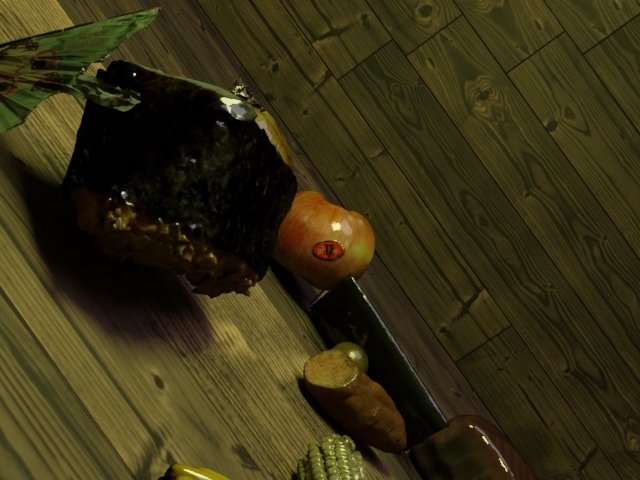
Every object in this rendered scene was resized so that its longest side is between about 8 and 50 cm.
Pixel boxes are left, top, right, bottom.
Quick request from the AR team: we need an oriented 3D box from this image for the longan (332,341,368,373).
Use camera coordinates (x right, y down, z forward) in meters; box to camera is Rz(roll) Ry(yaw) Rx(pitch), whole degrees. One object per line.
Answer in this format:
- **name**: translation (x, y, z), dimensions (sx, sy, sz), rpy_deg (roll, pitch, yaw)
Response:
- **longan**: translation (0.047, 0.218, 1.538), dimensions (0.075, 0.075, 0.083), rpy_deg (55, -32, 4)

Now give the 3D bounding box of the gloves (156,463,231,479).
- **gloves**: translation (-0.033, 0.296, 0.771), dimensions (0.294, 0.116, 0.133), rpy_deg (43, -17, -12)

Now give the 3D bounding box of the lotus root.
- **lotus root**: translation (-0.137, -0.177, 1.790), dimensions (0.314, 0.141, 0.169), rpy_deg (62, 10, -11)

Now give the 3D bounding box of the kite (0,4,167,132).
- **kite**: translation (-0.280, -0.156, 0.847), dimensions (0.268, 0.323, 0.013), rpy_deg (14, -43, 27)

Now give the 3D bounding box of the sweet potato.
- **sweet potato**: translation (0.066, 0.262, 1.357), dimensions (0.251, 0.097, 0.097), rpy_deg (48, 11, -30)

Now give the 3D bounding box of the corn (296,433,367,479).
- **corn**: translation (0.017, 0.311, 0.980), dimensions (0.087, 0.087, 0.211), rpy_deg (50, 16, -25)

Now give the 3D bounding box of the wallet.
- **wallet**: translation (0.098, 0.227, 1.574), dimensions (0.321, 0.044, 0.170), rpy_deg (56, -34, 10)

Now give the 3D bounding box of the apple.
- **apple**: translation (0.000, 0.000, 1.647), dimensions (0.209, 0.164, 0.209), rpy_deg (31, -2, 1)

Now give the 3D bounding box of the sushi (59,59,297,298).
- **sushi**: translation (-0.166, -0.057, 0.987), dimensions (0.234, 0.207, 0.348), rpy_deg (16, -11, 22)

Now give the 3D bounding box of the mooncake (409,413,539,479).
- **mooncake**: translation (0.318, 0.476, 1.638), dimensions (0.334, 0.174, 0.326), rpy_deg (52, 11, -20)
